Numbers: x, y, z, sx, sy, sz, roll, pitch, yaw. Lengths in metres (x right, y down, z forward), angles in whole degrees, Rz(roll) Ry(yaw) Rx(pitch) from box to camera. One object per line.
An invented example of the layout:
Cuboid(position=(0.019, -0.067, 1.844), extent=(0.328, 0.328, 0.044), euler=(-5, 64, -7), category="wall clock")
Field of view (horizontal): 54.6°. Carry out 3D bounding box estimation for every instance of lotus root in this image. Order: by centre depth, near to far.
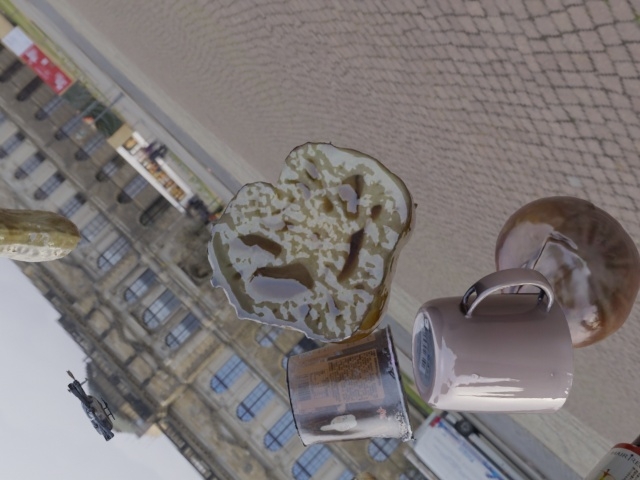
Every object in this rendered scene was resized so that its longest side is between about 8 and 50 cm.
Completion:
Cuboid(position=(0.000, 0.000, 0.976), extent=(0.316, 0.316, 0.250), euler=(42, -175, 18), category="lotus root")

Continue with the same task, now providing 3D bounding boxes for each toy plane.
Cuboid(position=(-0.544, 0.388, 1.469), extent=(0.197, 0.053, 0.078), euler=(55, 164, 9), category="toy plane")

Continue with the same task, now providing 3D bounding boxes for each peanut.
Cuboid(position=(-0.653, -0.016, 1.291), extent=(0.299, 0.120, 0.136), euler=(5, -179, -35), category="peanut")

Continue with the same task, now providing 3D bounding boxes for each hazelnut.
Cuboid(position=(0.559, 0.062, 1.411), extent=(0.372, 0.316, 0.372), euler=(60, -175, -9), category="hazelnut")

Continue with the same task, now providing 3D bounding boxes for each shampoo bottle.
Cuboid(position=(0.610, 0.485, 1.257), extent=(0.104, 0.278, 0.104), euler=(33, 137, 38), category="shampoo bottle")

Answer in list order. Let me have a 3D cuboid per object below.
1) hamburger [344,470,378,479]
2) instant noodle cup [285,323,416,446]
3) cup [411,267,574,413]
Cuboid(position=(0.060, 0.678, 1.445), extent=(0.245, 0.212, 0.260), euler=(-128, 33, -52), category="hamburger")
Cuboid(position=(0.055, 0.282, 1.164), extent=(0.217, 0.208, 0.217), euler=(-12, -90, -85), category="instant noodle cup")
Cuboid(position=(0.261, 0.152, 0.965), extent=(0.191, 0.201, 0.252), euler=(-99, 12, -55), category="cup")
